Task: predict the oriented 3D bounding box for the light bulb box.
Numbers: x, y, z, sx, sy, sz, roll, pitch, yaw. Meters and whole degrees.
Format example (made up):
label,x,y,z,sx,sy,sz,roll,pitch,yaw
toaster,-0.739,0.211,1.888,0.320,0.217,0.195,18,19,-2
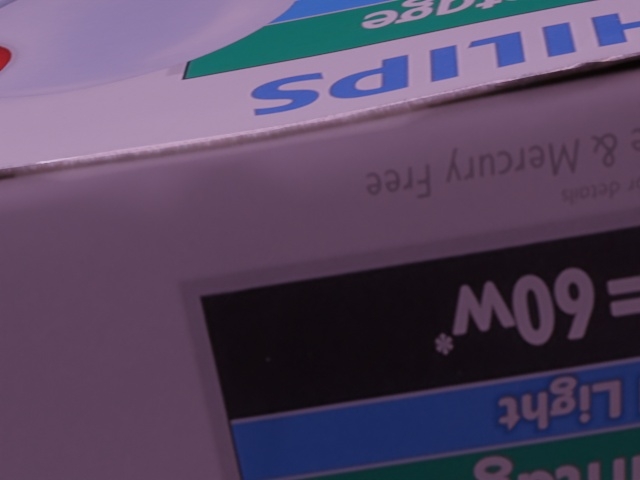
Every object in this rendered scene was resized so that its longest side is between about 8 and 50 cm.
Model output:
label,x,y,z,sx,sy,sz,roll,pitch,yaw
light bulb box,0.000,0.000,0.728,0.358,0.225,0.361,-9,21,6
